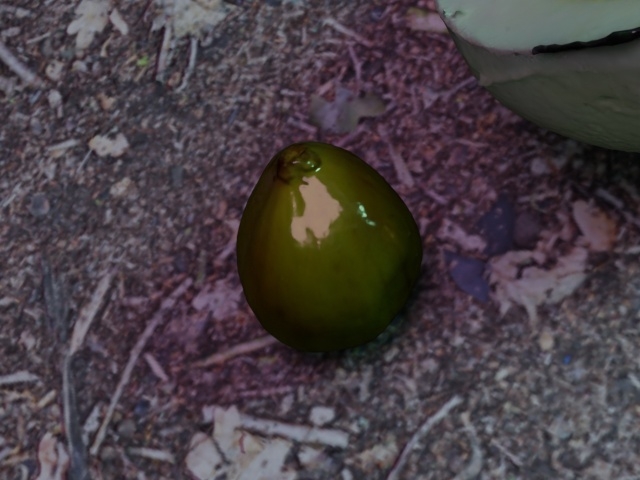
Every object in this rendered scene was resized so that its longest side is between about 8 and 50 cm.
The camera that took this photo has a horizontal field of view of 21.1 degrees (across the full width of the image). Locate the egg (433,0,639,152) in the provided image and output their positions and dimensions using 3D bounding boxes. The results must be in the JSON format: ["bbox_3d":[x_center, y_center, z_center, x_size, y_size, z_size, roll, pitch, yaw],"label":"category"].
[{"bbox_3d":[0.249,-0.165,1.179,0.337,0.201,0.337,-22,31,14],"label":"egg"}]

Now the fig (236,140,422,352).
[{"bbox_3d":[0.003,0.005,1.252,0.136,0.121,0.153,-25,80,4],"label":"fig"}]
